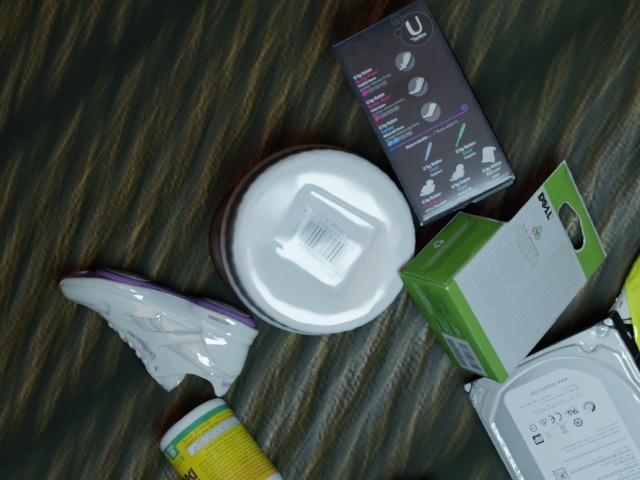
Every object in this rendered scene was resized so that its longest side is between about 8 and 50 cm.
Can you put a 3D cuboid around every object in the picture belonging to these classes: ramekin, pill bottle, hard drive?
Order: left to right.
[{"bbox_3d":[-0.127,0.340,1.524,0.117,0.117,0.208,-41,77,8],"label":"pill bottle"},{"bbox_3d":[0.000,0.000,1.468,0.277,0.135,0.277,0,91,-6],"label":"ramekin"},{"bbox_3d":[0.376,0.295,1.446,0.237,0.064,0.339,-29,87,26],"label":"hard drive"}]

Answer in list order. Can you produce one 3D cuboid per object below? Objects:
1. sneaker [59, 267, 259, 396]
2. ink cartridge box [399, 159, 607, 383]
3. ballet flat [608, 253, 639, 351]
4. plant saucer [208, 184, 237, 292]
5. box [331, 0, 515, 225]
[{"bbox_3d":[-0.251,0.133,1.556,0.305,0.114,0.152,19,93,9],"label":"sneaker"},{"bbox_3d":[0.256,0.035,1.443,0.255,0.097,0.188,-45,122,-21],"label":"ink cartridge box"},{"bbox_3d":[0.436,0.126,1.462,0.077,0.077,0.231,-8,91,23],"label":"ballet flat"},{"bbox_3d":[-0.073,0.000,1.564,0.199,0.036,0.198,0,92,10],"label":"plant saucer"},{"bbox_3d":[0.147,-0.170,1.458,0.143,0.165,0.270,-27,87,10],"label":"box"}]
